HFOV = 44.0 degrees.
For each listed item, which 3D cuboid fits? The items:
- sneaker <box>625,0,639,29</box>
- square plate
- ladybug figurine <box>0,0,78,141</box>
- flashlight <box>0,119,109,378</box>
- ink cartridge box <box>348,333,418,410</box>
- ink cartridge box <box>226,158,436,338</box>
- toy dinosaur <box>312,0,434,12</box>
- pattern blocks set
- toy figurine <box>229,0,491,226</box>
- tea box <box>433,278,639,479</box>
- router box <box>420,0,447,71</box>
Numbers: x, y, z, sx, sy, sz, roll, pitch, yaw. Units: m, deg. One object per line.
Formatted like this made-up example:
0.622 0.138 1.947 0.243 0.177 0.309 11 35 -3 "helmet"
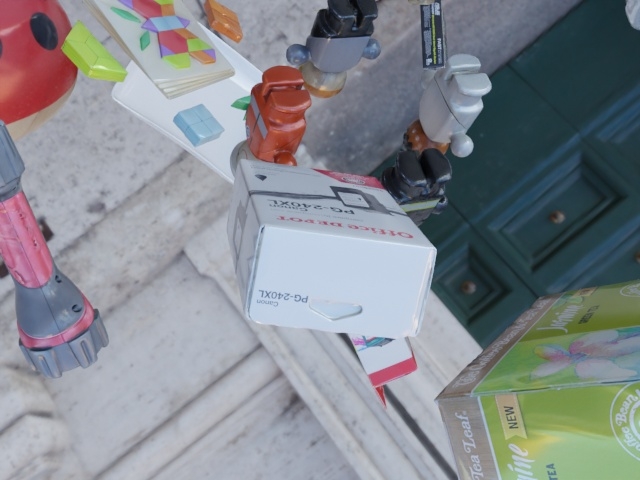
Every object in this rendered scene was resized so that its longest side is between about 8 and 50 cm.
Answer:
0.335 -0.325 0.790 0.105 0.146 0.296 -22 163 17 "sneaker"
-0.257 -0.312 1.722 0.049 0.347 0.343 -32 -148 43 "square plate"
-0.497 -0.251 0.968 0.450 0.305 0.162 -18 163 -39 "ladybug figurine"
-0.346 0.015 0.926 0.103 0.103 0.303 -63 145 -55 "flashlight"
0.085 0.132 1.235 0.078 0.231 0.134 -23 -166 6 "ink cartridge box"
0.000 0.000 0.525 0.109 0.150 0.063 7 109 -14 "ink cartridge box"
0.082 -0.293 0.900 0.183 0.093 0.053 -50 139 -19 "toy dinosaur"
-0.203 -0.266 1.002 0.026 0.325 0.285 -46 -178 41 "pattern blocks set"
0.039 -0.108 0.765 0.209 0.213 0.148 -61 180 -34 "toy figurine"
0.330 0.169 0.717 0.324 0.219 0.329 -15 -176 32 "tea box"
0.193 -0.331 1.339 0.038 0.122 0.092 -4 170 12 "router box"
